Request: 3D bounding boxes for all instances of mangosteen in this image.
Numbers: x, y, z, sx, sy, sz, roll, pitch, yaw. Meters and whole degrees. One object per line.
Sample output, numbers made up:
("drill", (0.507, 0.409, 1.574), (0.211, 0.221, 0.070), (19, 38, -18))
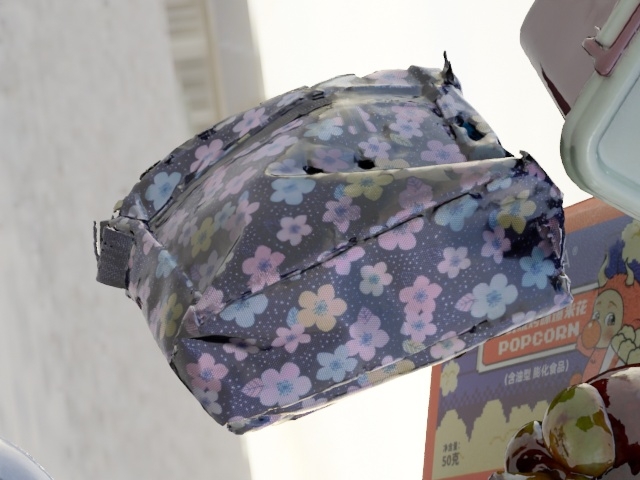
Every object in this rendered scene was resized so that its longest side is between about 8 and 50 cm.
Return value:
("mangosteen", (0.210, 0.173, 1.379), (0.200, 0.200, 0.200), (172, -90, -82))

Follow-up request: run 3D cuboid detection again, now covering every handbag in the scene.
("handbag", (0.000, 0.000, 1.026), (0.127, 0.229, 0.208), (68, -8, -27))

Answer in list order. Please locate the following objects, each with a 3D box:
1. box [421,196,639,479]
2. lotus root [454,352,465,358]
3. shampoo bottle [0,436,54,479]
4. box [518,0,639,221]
("box", (0.317, 0.122, 1.717), (0.349, 0.319, 0.257), (-22, -123, 57))
("lotus root", (0.091, 0.007, 1.521), (0.261, 0.074, 0.170), (-27, 121, -76))
("shampoo bottle", (-0.350, 0.308, 1.655), (0.266, 0.273, 0.273), (-53, 149, -47))
("box", (0.252, -0.086, 0.983), (0.193, 0.294, 0.167), (-57, -157, 19))
